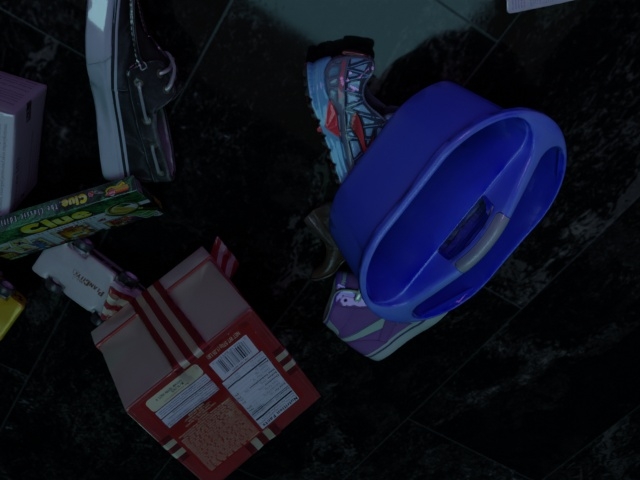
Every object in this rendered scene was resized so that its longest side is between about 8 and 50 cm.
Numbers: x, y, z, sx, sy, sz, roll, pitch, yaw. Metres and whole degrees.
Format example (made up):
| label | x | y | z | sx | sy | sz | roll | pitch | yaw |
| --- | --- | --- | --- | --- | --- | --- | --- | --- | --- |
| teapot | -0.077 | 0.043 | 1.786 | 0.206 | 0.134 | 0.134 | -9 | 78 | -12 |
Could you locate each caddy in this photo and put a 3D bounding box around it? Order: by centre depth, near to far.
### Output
| label | x | y | z | sx | sy | sz | roll | pitch | yaw |
| --- | --- | --- | --- | --- | --- | --- | --- | --- | --- |
| caddy | 0.175 | -0.041 | 0.922 | 0.241 | 0.179 | 0.341 | 22 | 113 | -39 |

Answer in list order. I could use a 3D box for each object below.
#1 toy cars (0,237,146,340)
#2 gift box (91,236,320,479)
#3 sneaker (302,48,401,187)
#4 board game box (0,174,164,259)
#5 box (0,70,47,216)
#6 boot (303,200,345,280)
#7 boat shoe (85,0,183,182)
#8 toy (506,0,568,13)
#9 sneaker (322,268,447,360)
| label | x | y | z | sx | sy | sz | roll | pitch | yaw |
| --- | --- | --- | --- | --- | --- | --- | --- | --- | --- |
| toy cars | -0.477 | 0.073 | 1.152 | 0.394 | 0.087 | 0.176 | -3 | 97 | 3 |
| gift box | -0.185 | 0.165 | 1.063 | 0.255 | 0.258 | 0.276 | -35 | 123 | -12 |
| sneaker | 0.069 | -0.141 | 0.969 | 0.125 | 0.104 | 0.262 | -16 | 121 | 12 |
| board game box | -0.381 | -0.031 | 1.033 | 0.260 | 0.030 | 0.136 | -17 | 165 | 1 |
| box | -0.512 | -0.153 | 0.990 | 0.182 | 0.119 | 0.181 | 17 | 123 | -7 |
| boot | 0.000 | 0.000 | 1.103 | 0.106 | 0.037 | 0.114 | -35 | 118 | 9 |
| boat shoe | -0.248 | -0.223 | 0.943 | 0.119 | 0.121 | 0.335 | 2 | 134 | -7 |
| toy | 0.335 | -0.371 | 0.829 | 0.237 | 0.056 | 0.137 | -10 | 118 | 4 |
| sneaker | 0.113 | 0.078 | 1.111 | 0.161 | 0.102 | 0.282 | 36 | 118 | -15 |
